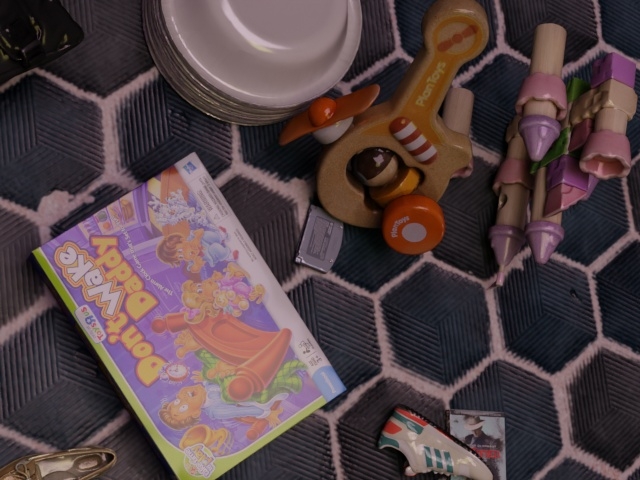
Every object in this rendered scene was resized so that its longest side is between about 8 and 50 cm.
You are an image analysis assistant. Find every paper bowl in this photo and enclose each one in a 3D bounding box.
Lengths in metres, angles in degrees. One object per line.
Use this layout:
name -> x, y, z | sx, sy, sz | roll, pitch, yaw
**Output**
paper bowl -> -0.079, -0.303, 1.941 | 0.284, 0.148, 0.284 | 6, 75, -22

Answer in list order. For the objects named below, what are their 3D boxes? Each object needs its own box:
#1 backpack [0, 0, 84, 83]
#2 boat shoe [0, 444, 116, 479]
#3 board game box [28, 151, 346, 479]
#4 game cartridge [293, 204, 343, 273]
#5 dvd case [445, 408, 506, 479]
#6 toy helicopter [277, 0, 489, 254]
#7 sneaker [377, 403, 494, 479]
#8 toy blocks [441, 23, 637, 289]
backpack -> -0.485, -0.343, 1.728 | 0.290, 0.273, 0.355 | -30, 113, -25
boat shoe -> -0.315, 0.273, 1.748 | 0.153, 0.048, 0.056 | -10, 82, -26
board game box -> -0.162, 0.102, 1.818 | 0.233, 0.078, 0.347 | -33, 92, -15
game cartridge -> 0.000, 0.000, 1.975 | 0.056, 0.017, 0.083 | 22, 70, -14
dvd case -> 0.209, 0.288, 2.001 | 0.087, 0.013, 0.119 | 7, 74, -23
toy helicopter -> 0.095, -0.163, 1.887 | 0.235, 0.355, 0.140 | 19, 35, -12
sneaker -> 0.147, 0.284, 1.952 | 0.161, 0.057, 0.075 | 35, 90, -4
toy blocks -> 0.332, -0.083, 1.996 | 0.309, 0.288, 0.260 | 20, 64, -21
